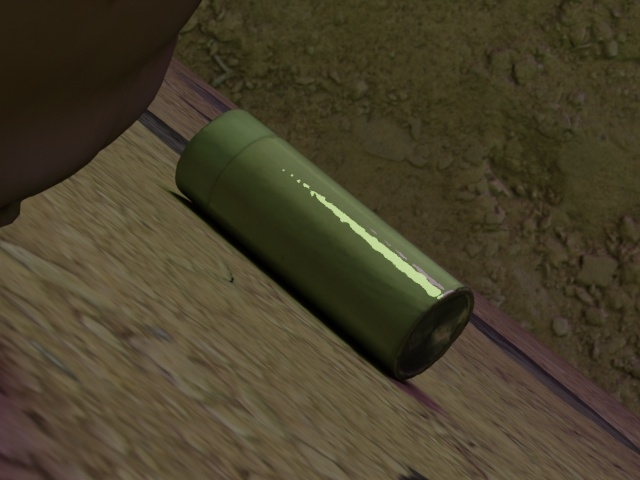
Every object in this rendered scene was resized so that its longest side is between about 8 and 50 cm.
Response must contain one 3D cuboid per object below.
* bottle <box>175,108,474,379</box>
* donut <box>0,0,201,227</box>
[{"bbox_3d":[0.000,0.000,1.152,0.201,0.072,0.072,39,4,26],"label":"bottle"},{"bbox_3d":[-0.160,-0.176,0.423,0.383,0.142,0.382,38,27,-23],"label":"donut"}]
